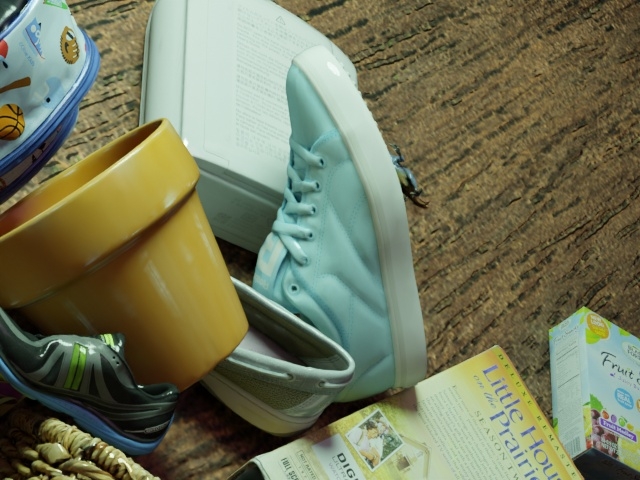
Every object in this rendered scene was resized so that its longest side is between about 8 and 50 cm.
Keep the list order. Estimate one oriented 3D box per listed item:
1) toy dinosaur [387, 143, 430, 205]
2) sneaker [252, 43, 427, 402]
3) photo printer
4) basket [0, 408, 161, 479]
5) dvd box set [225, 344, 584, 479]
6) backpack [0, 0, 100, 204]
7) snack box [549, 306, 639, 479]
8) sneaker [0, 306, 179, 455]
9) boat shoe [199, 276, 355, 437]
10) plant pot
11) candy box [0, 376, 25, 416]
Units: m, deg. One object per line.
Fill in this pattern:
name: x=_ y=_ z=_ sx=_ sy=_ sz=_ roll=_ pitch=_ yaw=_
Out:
toy dinosaur: x=0.085 y=-0.082 z=1.762 sx=0.082 sy=0.047 sz=0.090 roll=62 pitch=6 yaw=27
sneaker: x=0.000 y=0.000 z=1.422 sx=0.150 sy=0.135 sz=0.366 roll=-19 pitch=108 yaw=-14
photo printer: x=-0.073 y=-0.139 z=1.582 sx=0.256 sy=0.107 sz=0.307 roll=24 pitch=46 yaw=-30
basket: x=-0.116 y=0.248 z=1.153 sx=0.299 sy=0.213 sz=0.223 roll=35 pitch=42 yaw=-19
dvd box set: x=0.129 y=0.296 z=1.473 sx=0.420 sy=0.062 sz=0.307 roll=-19 pitch=74 yaw=-49
backpack: x=-0.317 y=-0.134 z=1.189 sx=0.276 sy=0.263 sz=0.213 roll=-55 pitch=132 yaw=-20
snack box: x=0.361 y=0.207 z=1.761 sx=0.174 sy=0.070 sz=0.207 roll=28 pitch=42 yaw=-25
sneaker: x=-0.189 y=0.094 z=1.127 sx=0.188 sy=0.078 sz=0.067 roll=34 pitch=-2 yaw=-24
boat shoe: x=-0.117 y=0.060 z=1.375 sx=0.320 sy=0.103 sz=0.118 roll=37 pitch=40 yaw=-4
plant pot: x=-0.162 y=0.031 z=1.223 sx=0.188 sy=0.205 sz=0.205 roll=57 pitch=37 yaw=-13
candy box: x=-0.329 y=0.096 z=1.150 sx=0.186 sy=0.109 sz=0.053 roll=21 pitch=49 yaw=-32
